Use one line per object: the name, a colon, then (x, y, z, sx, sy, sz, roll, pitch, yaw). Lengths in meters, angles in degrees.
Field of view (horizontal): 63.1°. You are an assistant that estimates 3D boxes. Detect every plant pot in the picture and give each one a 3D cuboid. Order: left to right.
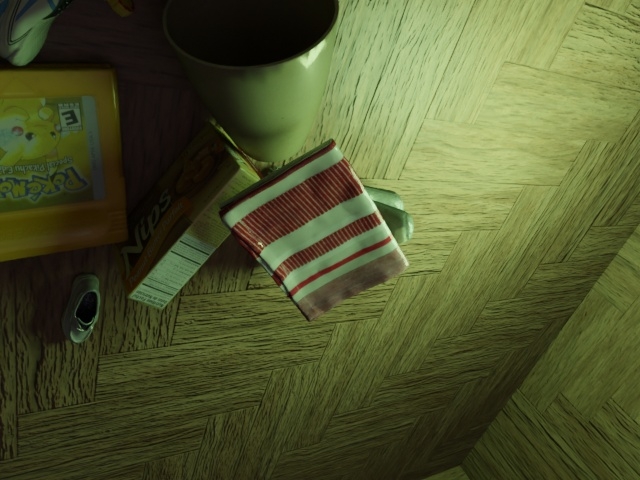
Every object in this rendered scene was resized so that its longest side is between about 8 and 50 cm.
plant pot: (-0.095, -0.267, 0.870, 0.257, 0.256, 0.274, -26, 152, -12)

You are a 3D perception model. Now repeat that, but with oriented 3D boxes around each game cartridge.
game cartridge: (-0.466, -0.118, 0.840, 0.286, 0.053, 0.323, -12, 125, -29)

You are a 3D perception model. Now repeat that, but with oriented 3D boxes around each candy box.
candy box: (-0.253, -0.047, 0.976, 0.316, 0.183, 0.088, -47, 136, 11)

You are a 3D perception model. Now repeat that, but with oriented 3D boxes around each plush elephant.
plush elephant: (0.017, 0.001, 1.147, 0.330, 0.272, 0.255, 15, 107, -8)

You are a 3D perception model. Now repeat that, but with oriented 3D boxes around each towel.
towel: (0.000, 0.000, 0.951, 0.237, 0.037, 0.329, -30, 128, 8)

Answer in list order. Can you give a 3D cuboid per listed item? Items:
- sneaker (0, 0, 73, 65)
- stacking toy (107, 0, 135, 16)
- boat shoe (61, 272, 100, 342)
sneaker: (-0.373, -0.330, 0.687, 0.237, 0.085, 0.086, -33, 118, 26)
stacking toy: (-0.279, -0.417, 0.676, 0.167, 0.052, 0.221, -19, 144, 25)
boat shoe: (-0.493, 0.155, 1.087, 0.066, 0.063, 0.184, 9, 121, -38)
